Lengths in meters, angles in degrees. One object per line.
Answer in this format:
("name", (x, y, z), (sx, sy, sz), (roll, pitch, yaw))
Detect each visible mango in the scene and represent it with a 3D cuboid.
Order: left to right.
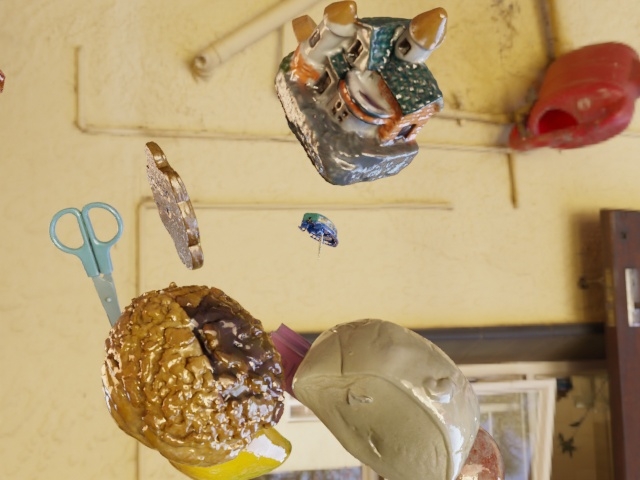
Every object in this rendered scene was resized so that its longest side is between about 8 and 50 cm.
("mango", (-0.184, 0.406, 1.404), (0.317, 0.176, 0.119), (27, -169, -40))

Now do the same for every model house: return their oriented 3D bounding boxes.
("model house", (0.087, -0.279, 1.165), (0.190, 0.271, 0.301), (-12, 160, -34))

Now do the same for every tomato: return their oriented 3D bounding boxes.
("tomato", (0.378, 0.672, 2.050), (0.317, 0.282, 0.316), (-18, 169, -4))

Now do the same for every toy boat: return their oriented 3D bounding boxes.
("toy boat", (0.000, 0.000, 1.937), (0.091, 0.110, 0.175), (4, 163, 28))

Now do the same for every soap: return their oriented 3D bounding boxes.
("soap", (-0.042, 0.293, 1.585), (0.203, 0.122, 0.065), (34, -150, 10))

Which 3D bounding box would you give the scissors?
("scissors", (-0.577, 0.118, 1.880), (0.193, 0.446, 0.029), (-12, -164, 1))

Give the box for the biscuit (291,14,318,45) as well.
("biscuit", (0.054, -0.359, 1.712), (0.062, 0.385, 0.365), (-31, 160, 15))

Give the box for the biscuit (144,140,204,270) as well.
("biscuit", (-0.310, -0.073, 1.502), (0.041, 0.290, 0.208), (-23, -161, -23))

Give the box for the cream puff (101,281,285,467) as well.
("cream puff", (-0.208, 0.213, 1.230), (0.327, 0.342, 0.231), (28, 126, -14))

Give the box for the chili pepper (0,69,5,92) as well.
("chili pepper", (-0.630, -0.199, 1.057), (0.306, 0.229, 0.251), (13, -146, 5))

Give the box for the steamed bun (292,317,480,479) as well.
("steamed bun", (0.157, 0.303, 1.405), (0.236, 0.383, 0.247), (-51, 177, 32))
